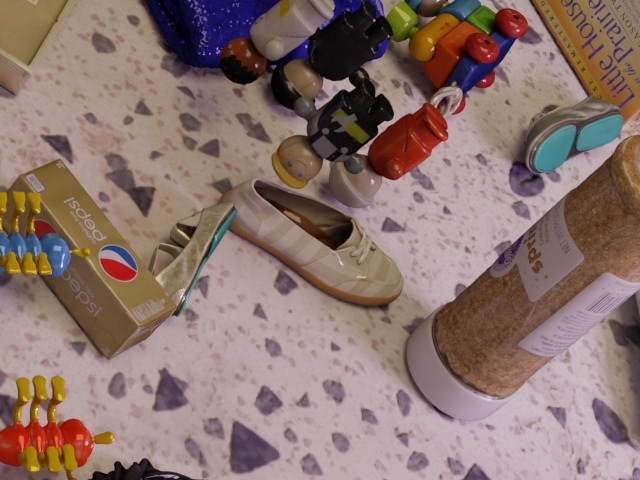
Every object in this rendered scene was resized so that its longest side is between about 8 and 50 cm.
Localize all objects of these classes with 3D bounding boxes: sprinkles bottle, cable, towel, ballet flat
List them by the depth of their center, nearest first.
[{"bbox_3d":[-0.123,0.213,1.648,0.150,0.047,0.184,18,6,36],"label":"cable"},{"bbox_3d":[-0.129,0.007,1.890,0.052,0.057,0.168,30,40,-3],"label":"ballet flat"},{"bbox_3d":[0.232,0.043,1.929,0.121,0.355,0.121,24,43,-24],"label":"sprinkles bottle"},{"bbox_3d":[-0.070,-0.299,2.188,0.308,0.076,0.228,-10,62,-45],"label":"towel"},{"bbox_3d":[0.290,-0.131,2.374,0.068,0.072,0.213,31,31,29],"label":"ballet flat"}]

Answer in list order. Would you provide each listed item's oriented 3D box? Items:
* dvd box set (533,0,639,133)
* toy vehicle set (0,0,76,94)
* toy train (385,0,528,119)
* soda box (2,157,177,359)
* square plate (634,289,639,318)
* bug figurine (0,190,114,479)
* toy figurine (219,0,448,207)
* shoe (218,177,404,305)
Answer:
[{"bbox_3d":[0.445,-0.376,2.429,0.062,0.420,0.308,-5,59,-47],"label":"dvd box set"},{"bbox_3d":[-0.325,-0.279,1.982,0.166,0.035,0.267,35,40,-12],"label":"toy vehicle set"},{"bbox_3d":[0.128,-0.223,2.282,0.143,0.105,0.248,38,39,8],"label":"toy train"},{"bbox_3d":[-0.218,0.017,1.797,0.181,0.061,0.058,52,39,9],"label":"soda box"},{"bbox_3d":[0.499,0.159,2.302,0.347,0.049,0.344,21,45,-26],"label":"square plate"},{"bbox_3d":[-0.290,0.087,1.658,0.216,0.072,0.279,5,54,-23],"label":"bug figurine"},{"bbox_3d":[0.007,-0.147,2.034,0.209,0.148,0.213,8,50,-62],"label":"toy figurine"},{"bbox_3d":[0.000,0.000,2.001,0.219,0.058,0.077,27,42,-20],"label":"shoe"}]
